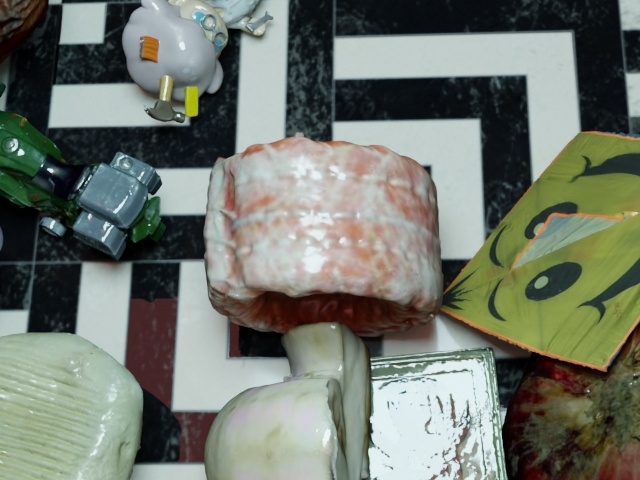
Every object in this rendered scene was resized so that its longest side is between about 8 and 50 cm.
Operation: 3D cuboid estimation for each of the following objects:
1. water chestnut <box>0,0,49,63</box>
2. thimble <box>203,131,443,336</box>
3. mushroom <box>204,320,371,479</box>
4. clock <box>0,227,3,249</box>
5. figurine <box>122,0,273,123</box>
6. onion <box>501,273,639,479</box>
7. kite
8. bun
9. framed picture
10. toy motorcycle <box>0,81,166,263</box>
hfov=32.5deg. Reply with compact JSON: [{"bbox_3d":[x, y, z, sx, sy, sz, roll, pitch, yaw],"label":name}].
[{"bbox_3d":[-0.469,-0.289,1.165,0.350,0.302,0.350,-28,31,19],"label":"water chestnut"},{"bbox_3d":[0.000,0.000,1.095,0.239,0.239,0.162,1,73,5],"label":"thimble"},{"bbox_3d":[-0.047,0.196,1.048,0.173,0.162,0.236,-3,75,12],"label":"mushroom"},{"bbox_3d":[-0.468,0.017,1.086,0.248,0.090,0.227,26,70,10],"label":"clock"},{"bbox_3d":[-0.146,-0.240,1.251,0.112,0.137,0.229,21,66,45],"label":"figurine"},{"bbox_3d":[0.347,0.187,0.996,0.348,0.285,0.347,-30,45,34],"label":"onion"},{"bbox_3d":[0.246,0.006,1.089,0.328,0.013,0.377,-26,31,29],"label":"kite"},{"bbox_3d":[-0.281,0.202,1.091,0.231,0.133,0.231,-3,61,5],"label":"bun"},{"bbox_3d":[0.105,0.227,1.116,0.173,0.010,0.231,-6,70,3],"label":"framed picture"},{"bbox_3d":[-0.296,-0.076,1.165,0.275,0.187,0.124,23,73,10],"label":"toy motorcycle"}]
